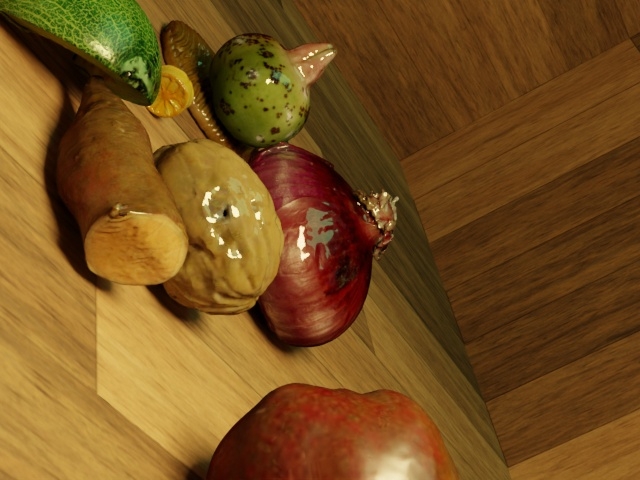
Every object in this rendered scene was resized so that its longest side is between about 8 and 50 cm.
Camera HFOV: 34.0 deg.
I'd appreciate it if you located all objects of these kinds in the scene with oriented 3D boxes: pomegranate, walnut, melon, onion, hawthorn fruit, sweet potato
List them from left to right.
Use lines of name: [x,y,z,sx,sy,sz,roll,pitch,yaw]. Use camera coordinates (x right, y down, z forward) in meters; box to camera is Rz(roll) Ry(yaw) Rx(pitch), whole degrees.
sweet potato: [-0.262,-0.093,1.272,0.131,0.131,0.337,47,11,-49]
melon: [-0.282,-0.280,1.392,0.169,0.129,0.265,27,-6,26]
walnut: [-0.149,-0.020,1.375,0.245,0.198,0.198,60,13,5]
pomegranate: [-0.081,-0.293,1.908,0.214,0.248,0.214,56,10,-15]
onion: [0.000,0.000,1.730,0.347,0.285,0.348,-17,90,-82]
hawthorn fruit: [0.025,0.318,1.160,0.308,0.308,0.325,45,12,-53]

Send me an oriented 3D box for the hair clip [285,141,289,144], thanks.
hair clip: [-0.071,-0.184,2.341,0.083,0.048,0.275,46,19,-38]

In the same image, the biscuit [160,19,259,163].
biscuit: [-0.208,-0.285,2.031,0.318,0.040,0.318,57,13,-21]

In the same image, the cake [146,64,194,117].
cake: [-0.248,-0.240,1.690,0.084,0.084,0.044,58,22,-19]
